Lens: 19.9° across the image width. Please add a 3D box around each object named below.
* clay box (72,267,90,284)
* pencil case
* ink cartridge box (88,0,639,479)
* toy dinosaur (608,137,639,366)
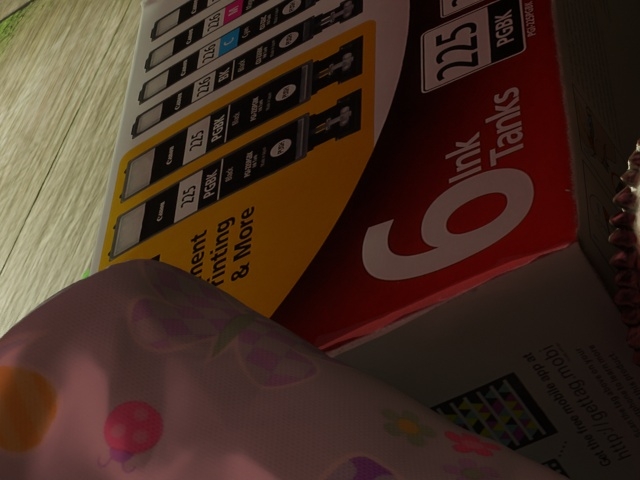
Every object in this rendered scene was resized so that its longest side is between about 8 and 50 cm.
[{"bbox_3d":[-0.108,0.090,0.911,0.127,0.053,0.222,-37,28,21],"label":"clay box"},{"bbox_3d":[0.023,0.105,0.476,0.273,0.113,0.124,26,32,26],"label":"pencil case"},{"bbox_3d":[0.000,0.000,0.729,0.272,0.130,0.309,-26,33,20],"label":"ink cartridge box"},{"bbox_3d":[0.158,-0.040,0.506,0.296,0.200,0.127,-46,26,8],"label":"toy dinosaur"}]
